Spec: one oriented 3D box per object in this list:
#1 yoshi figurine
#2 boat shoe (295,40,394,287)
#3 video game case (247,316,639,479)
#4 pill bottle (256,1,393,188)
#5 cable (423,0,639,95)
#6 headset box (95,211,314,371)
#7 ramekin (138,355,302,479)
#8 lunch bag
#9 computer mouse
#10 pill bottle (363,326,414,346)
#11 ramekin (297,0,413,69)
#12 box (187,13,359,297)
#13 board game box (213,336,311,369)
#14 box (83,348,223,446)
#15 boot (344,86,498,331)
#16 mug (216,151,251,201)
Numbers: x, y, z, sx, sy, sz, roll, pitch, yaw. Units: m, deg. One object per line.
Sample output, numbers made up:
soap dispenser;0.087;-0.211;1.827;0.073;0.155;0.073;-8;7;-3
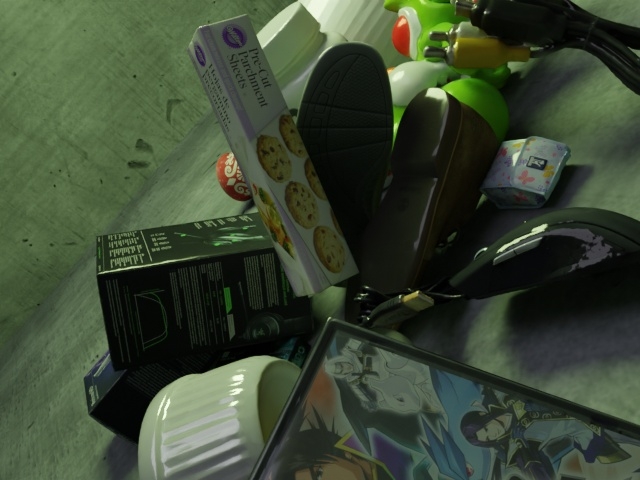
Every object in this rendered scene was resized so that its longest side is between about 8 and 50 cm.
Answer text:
yoshi figurine;0.196;-0.248;0.871;0.203;0.204;0.362;10;83;70
boat shoe;0.033;-0.095;0.834;0.118;0.320;0.103;0;30;5
video game case;0.064;0.203;0.402;0.248;0.035;0.274;17;59;18
pill bottle;0.017;-0.215;1.013;0.161;0.283;0.161;-37;26;21
cable;0.263;-0.219;0.708;0.072;0.287;0.139;84;-151;-61
headset box;-0.164;0.055;0.934;0.283;0.131;0.246;-10;14;-18
ramekin;-0.054;0.203;0.594;0.109;0.207;0.207;-29;28;16
lunch bag;0.229;-0.076;0.727;0.083;0.053;0.071;7;64;58
computer mouse;0.148;0.020;0.576;0.184;0.060;0.262;-9;-9;-44
pill bottle;0.052;0.173;0.557;0.118;0.117;0.208;-38;26;22
ramekin;0.068;-0.358;1.180;0.135;0.277;0.277;-56;24;-2
box;-0.055;-0.093;0.757;0.067;0.323;0.063;-24;2;-25
board game box;-0.102;0.198;0.895;0.186;0.026;0.126;-18;37;48
box;-0.279;0.205;1.083;0.207;0.108;0.153;-50;24;-8
boot;0.121;-0.010;0.753;0.112;0.115;0.305;23;94;55
mug;-0.122;-0.177;1.414;0.169;0.113;0.150;-21;36;40
